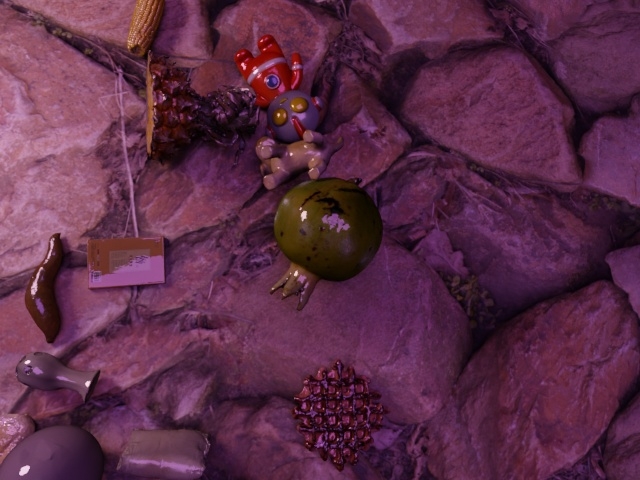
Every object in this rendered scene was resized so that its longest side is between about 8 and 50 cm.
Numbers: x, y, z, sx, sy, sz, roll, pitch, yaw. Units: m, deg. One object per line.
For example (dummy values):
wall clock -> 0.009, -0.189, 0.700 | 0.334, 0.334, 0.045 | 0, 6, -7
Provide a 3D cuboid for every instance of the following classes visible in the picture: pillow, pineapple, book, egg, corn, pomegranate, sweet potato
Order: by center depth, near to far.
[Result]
egg -> -0.511, 0.445, 0.824 | 0.176, 0.232, 0.176 | 3, 73, -8
pillow -> -0.329, 0.449, 0.921 | 0.181, 0.134, 0.078 | 10, 88, -10
sweet potato -> -0.614, 0.101, 0.970 | 0.069, 0.059, 0.250 | 3, 73, -33
book -> -0.460, 0.051, 1.037 | 0.172, 0.012, 0.118 | -3, 78, -13
pomegranate -> 0.000, 0.000, 1.043 | 0.260, 0.260, 0.341 | 30, 76, -5
pineapple -> -0.280, -0.310, 1.069 | 0.271, 0.262, 0.263 | -1, 78, -25
corn -> -0.458, -0.582, 1.150 | 0.067, 0.067, 0.207 | 12, 75, -10

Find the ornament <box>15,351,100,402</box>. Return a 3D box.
ornament -> -0.563, 0.290, 0.932 | 0.156, 0.081, 0.075 | 20, 40, -11

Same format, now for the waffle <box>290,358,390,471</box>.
waffle -> 0.044, 0.413, 1.053 | 0.234, 0.055, 0.221 | 45, 71, -5

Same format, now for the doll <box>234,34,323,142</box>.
doll -> -0.105, -0.380, 1.164 | 0.199, 0.105, 0.337 | -29, 84, 4

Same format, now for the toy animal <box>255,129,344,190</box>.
toy animal -> -0.073, -0.205, 1.068 | 0.168, 0.233, 0.121 | -42, 121, -57

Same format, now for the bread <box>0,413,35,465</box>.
bread -> -0.718, 0.443, 0.877 | 0.250, 0.039, 0.182 | 3, 77, -13
